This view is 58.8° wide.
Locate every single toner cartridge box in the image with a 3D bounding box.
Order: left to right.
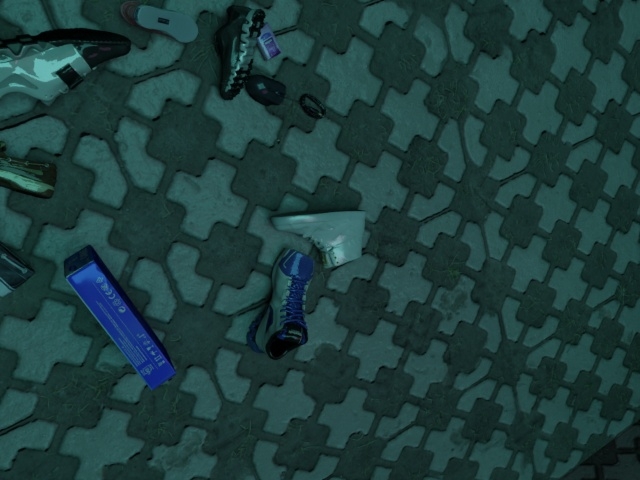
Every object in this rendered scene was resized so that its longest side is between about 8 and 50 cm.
[{"bbox_3d":[-0.482,0.186,1.370,0.075,0.165,0.348,-34,114,-15],"label":"toner cartridge box"}]

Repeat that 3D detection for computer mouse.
[{"bbox_3d":[-0.085,-0.376,1.502,0.242,0.041,0.071,13,95,-28],"label":"computer mouse"}]

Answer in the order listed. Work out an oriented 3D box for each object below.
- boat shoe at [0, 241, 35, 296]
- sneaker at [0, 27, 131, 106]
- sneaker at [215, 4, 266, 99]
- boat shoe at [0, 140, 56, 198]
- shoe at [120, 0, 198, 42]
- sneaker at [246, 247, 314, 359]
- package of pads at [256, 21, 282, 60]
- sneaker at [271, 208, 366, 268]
[{"bbox_3d":[-0.749,-0.013,1.228,0.102,0.108,0.301,-39,118,-13],"label":"boat shoe"},{"bbox_3d":[-0.574,-0.375,1.236,0.330,0.122,0.146,-17,127,-23],"label":"sneaker"},{"bbox_3d":[-0.217,-0.468,1.400,0.106,0.078,0.234,28,114,13],"label":"sneaker"},{"bbox_3d":[-0.707,-0.170,1.229,0.257,0.095,0.095,18,80,-34],"label":"boat shoe"},{"bbox_3d":[-0.374,-0.513,1.320,0.178,0.081,0.064,-6,120,-55],"label":"shoe"},{"bbox_3d":[-0.080,0.195,1.557,0.127,0.182,0.316,21,93,-30],"label":"sneaker"},{"bbox_3d":[-0.138,-0.508,1.451,0.050,0.032,0.083,-35,114,-12],"label":"package of pads"},{"bbox_3d":[0.000,0.000,1.594,0.292,0.108,0.169,-2,100,-27],"label":"sneaker"}]
